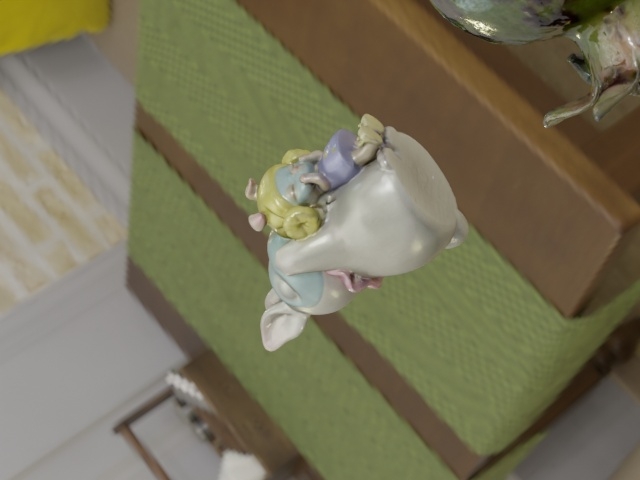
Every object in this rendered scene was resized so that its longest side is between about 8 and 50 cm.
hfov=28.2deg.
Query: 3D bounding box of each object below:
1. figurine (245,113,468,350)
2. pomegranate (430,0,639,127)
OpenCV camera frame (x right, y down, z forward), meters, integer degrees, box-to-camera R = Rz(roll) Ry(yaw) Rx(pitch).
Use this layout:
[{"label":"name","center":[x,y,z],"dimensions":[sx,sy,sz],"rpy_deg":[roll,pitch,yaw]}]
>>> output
[{"label":"figurine","center":[0.000,0.000,1.171],"dimensions":[0.235,0.127,0.155],"rpy_deg":[-33,130,26]},{"label":"pomegranate","center":[0.115,-0.145,0.620],"dimensions":[0.148,0.148,0.169],"rpy_deg":[11,124,54]}]
